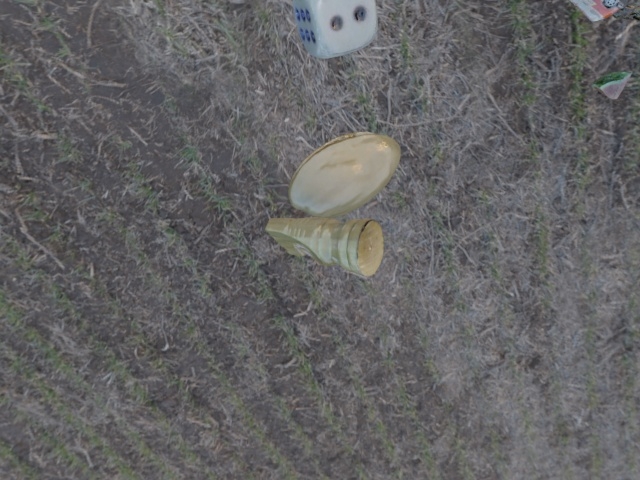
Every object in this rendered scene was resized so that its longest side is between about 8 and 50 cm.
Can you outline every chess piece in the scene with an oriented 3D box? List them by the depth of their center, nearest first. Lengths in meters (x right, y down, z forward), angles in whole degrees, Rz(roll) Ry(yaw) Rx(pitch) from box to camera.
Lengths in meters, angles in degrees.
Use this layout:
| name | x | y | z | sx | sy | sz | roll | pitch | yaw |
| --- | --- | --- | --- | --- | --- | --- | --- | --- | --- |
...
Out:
| name | x | y | z | sx | sy | sz | roll | pitch | yaw |
| --- | --- | --- | --- | --- | --- | --- | --- | --- | --- |
| chess piece | 0.000 | 0.000 | 1.108 | 0.301 | 0.137 | 0.137 | 9 | 128 | 34 |

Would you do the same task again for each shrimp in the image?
| name | x | y | z | sx | sy | sz | roll | pitch | yaw |
| --- | --- | --- | --- | --- | --- | --- | --- | --- | --- |
| shrimp | 0.858 | -0.619 | 1.141 | 0.195 | 0.035 | 0.148 | 17 | 165 | 22 |

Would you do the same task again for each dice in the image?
| name | x | y | z | sx | sy | sz | roll | pitch | yaw |
| --- | --- | --- | --- | --- | --- | --- | --- | --- | --- |
| dice | 0.041 | -0.643 | 1.274 | 0.192 | 0.193 | 0.194 | -23 | 127 | -12 |

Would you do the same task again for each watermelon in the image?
| name | x | y | z | sx | sy | sz | roll | pitch | yaw |
| --- | --- | --- | --- | --- | --- | --- | --- | --- | --- |
| watermelon | 0.819 | -0.437 | 1.248 | 0.092 | 0.084 | 0.072 | -22 | 130 | 22 |

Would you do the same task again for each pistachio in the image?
| name | x | y | z | sx | sy | sz | roll | pitch | yaw |
| --- | --- | --- | --- | --- | --- | --- | --- | --- | --- |
| pistachio | 0.043 | -0.120 | 0.818 | 0.226 | 0.136 | 0.135 | -33 | 120 | -11 |

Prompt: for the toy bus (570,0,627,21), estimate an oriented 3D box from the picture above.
| name | x | y | z | sx | sy | sz | roll | pitch | yaw |
| --- | --- | --- | --- | --- | --- | --- | --- | --- | --- |
| toy bus | 0.604 | -0.572 | 1.006 | 0.174 | 0.079 | 0.077 | 35 | 150 | -13 |
